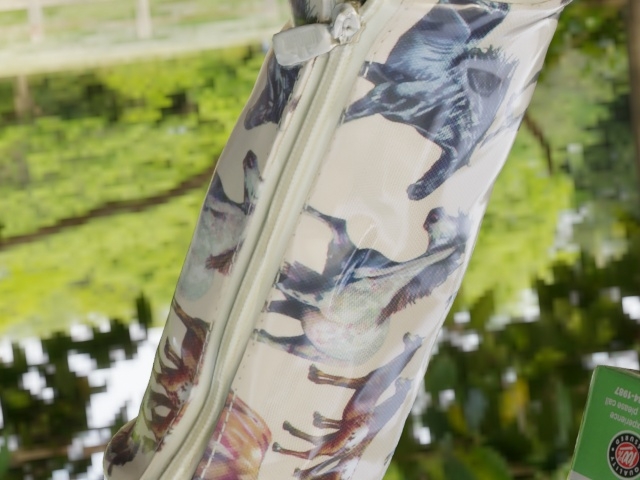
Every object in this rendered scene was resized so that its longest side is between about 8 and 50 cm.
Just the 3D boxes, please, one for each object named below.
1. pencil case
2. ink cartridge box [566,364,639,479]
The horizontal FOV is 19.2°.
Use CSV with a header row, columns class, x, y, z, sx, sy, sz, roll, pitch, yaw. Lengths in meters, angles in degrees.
class,x,y,z,sx,sy,sz,roll,pitch,yaw
pencil case,0.000,0.000,1.073,0.160,0.410,0.184,37,-152,33
ink cartridge box,0.224,0.236,1.046,0.122,0.289,0.211,11,-174,-34
